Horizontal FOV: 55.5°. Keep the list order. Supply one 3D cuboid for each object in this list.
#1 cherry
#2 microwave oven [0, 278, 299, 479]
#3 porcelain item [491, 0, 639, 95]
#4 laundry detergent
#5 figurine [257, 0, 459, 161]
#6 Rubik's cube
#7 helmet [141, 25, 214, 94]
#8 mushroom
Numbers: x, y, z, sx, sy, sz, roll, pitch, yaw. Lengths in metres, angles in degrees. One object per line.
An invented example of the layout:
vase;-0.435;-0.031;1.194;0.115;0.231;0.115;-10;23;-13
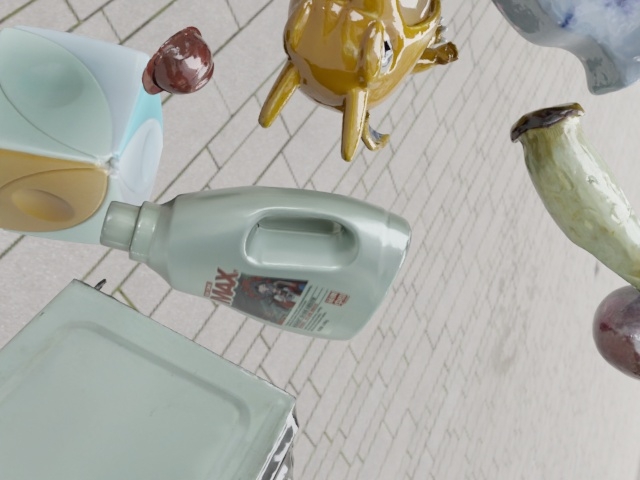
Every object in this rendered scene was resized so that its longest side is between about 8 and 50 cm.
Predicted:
cherry;0.508;0.150;0.940;0.176;0.176;0.139;-41;145;-44
microwave oven;-0.167;0.258;0.464;0.286;0.219;0.354;-55;168;-44
porcelain item;0.336;-0.410;0.836;0.405;0.243;0.178;47;15;-10
laundry detergent;-0.099;0.011;0.862;0.264;0.398;0.124;120;-21;-45
figurine;0.074;-0.311;0.975;0.387;0.268;0.400;-54;132;-55
Rubik's cube;-0.554;-0.218;1.342;0.352;0.348;0.351;106;-8;-56
helmet;-0.180;-0.227;0.821;0.111;0.057;0.089;-48;171;-11
mushroom;0.390;-0.055;0.891;0.333;0.107;0.087;53;42;-19
